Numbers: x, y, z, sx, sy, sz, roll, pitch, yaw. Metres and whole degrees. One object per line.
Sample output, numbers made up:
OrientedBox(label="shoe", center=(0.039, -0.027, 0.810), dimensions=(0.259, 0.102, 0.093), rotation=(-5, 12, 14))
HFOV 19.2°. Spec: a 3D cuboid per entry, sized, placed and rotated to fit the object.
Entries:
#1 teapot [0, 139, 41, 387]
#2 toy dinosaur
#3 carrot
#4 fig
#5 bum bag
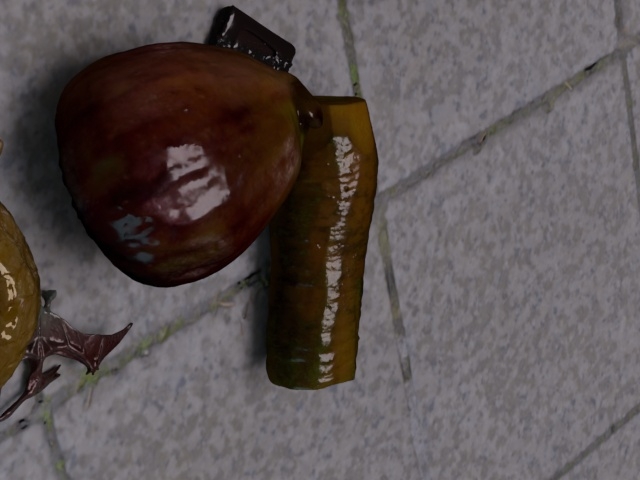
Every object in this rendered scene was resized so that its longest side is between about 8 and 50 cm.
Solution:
OrientedBox(label="teapot", center=(-0.347, 0.049, 1.581), dimensions=(0.203, 0.167, 0.311), rotation=(29, 95, -20))
OrientedBox(label="toy dinosaur", center=(-0.266, 0.104, 1.764), dimensions=(0.220, 0.032, 0.108), rotation=(-16, 114, -35))
OrientedBox(label="carrot", center=(0.000, 0.000, 1.977), dimensions=(0.114, 0.114, 0.302), rotation=(-9, 107, -47))
OrientedBox(label="fig", center=(-0.130, -0.074, 1.748), dimensions=(0.263, 0.224, 0.224), rotation=(-30, 120, -45))
OrientedBox(label="bum bag", center=(-0.090, -0.148, 1.914), dimensions=(0.109, 0.026, 0.159), rotation=(31, 81, -47))
